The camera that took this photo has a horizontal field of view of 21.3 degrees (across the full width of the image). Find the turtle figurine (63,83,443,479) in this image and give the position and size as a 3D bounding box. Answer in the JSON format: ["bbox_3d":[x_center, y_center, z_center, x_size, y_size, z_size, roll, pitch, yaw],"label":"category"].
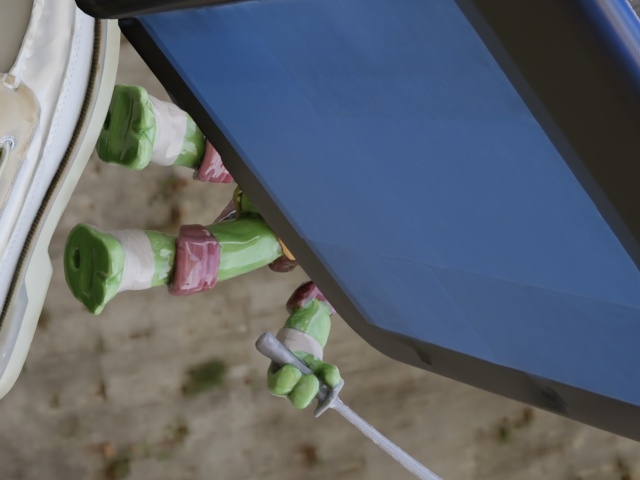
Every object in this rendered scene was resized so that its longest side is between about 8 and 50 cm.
[{"bbox_3d":[0.000,0.000,1.029,0.198,0.266,0.274,-52,-136,42],"label":"turtle figurine"}]

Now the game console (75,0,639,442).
[{"bbox_3d":[-0.046,-0.013,0.430,0.293,0.250,0.173,-171,-108,-67],"label":"game console"}]

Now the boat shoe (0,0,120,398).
[{"bbox_3d":[-0.189,-0.057,0.888,0.113,0.103,0.302,18,-81,41],"label":"boat shoe"}]

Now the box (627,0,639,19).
[{"bbox_3d":[0.136,-0.133,0.911,0.056,0.183,0.231,44,22,-74],"label":"box"}]
